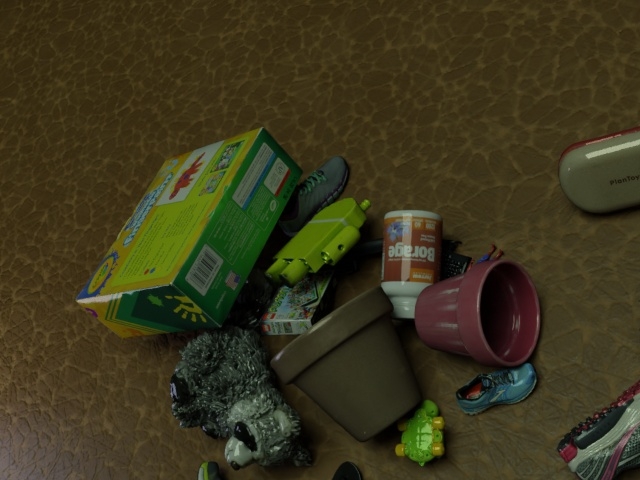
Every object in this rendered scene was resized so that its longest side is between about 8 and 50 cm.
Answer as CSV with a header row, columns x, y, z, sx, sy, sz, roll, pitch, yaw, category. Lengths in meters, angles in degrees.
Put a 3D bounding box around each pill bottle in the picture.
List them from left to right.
x,y,z,sx,sy,sz,roll,pitch,yaw,category
0.184,0.053,1.850,0.121,0.121,0.216,-2,80,30,pill bottle

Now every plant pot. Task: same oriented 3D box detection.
x,y,z,sx,sy,sz,roll,pitch,yaw,category
0.074,0.250,1.750,0.263,0.263,0.229,-38,81,7,plant pot
0.286,0.141,1.726,0.180,0.201,0.201,-9,58,45,plant pot

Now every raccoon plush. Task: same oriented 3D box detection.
x,y,z,sx,sy,sz,roll,pitch,yaw,category
-0.113,0.258,1.890,0.299,0.216,0.447,9,68,26,raccoon plush

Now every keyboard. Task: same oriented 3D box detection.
x,y,z,sx,sy,sz,roll,pitch,yaw,category
0.221,0.028,1.918,0.192,0.038,0.100,15,72,35,keyboard

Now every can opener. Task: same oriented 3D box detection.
x,y,z,sx,sy,sz,roll,pitch,yaw,category
0.096,0.020,1.984,0.186,0.059,0.073,-19,99,29,can opener

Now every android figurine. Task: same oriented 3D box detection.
x,y,z,sx,sy,sz,roll,pitch,yaw,category
0.000,0.000,1.980,0.273,0.056,0.248,-44,17,-22,android figurine

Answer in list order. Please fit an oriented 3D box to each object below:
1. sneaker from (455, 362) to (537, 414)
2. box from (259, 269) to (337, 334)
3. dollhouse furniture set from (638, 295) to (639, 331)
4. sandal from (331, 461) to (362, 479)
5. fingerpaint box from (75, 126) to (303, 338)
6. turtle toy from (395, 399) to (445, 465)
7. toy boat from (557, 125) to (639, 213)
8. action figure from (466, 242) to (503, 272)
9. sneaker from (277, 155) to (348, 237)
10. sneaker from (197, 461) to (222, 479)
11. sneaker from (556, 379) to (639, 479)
x,y,z,sx,sy,sz,roll,pitch,yaw,category
0.324,0.272,1.691,0.162,0.073,0.063,-29,52,14,sneaker
-0.043,0.130,1.934,0.114,0.036,0.207,-3,26,17,box
0.714,0.066,1.391,0.303,0.355,0.174,18,70,-4,dollhouse furniture set
0.026,0.511,1.753,0.067,0.040,0.179,16,73,36,sandal
-0.289,-0.009,2.048,0.371,0.163,0.445,-11,42,44,fingerpaint box
0.196,0.362,1.721,0.095,0.066,0.130,-7,60,25,turtle toy
0.577,-0.152,1.765,0.231,0.151,0.151,-13,27,23,toy boat
0.321,0.057,1.849,0.115,0.030,0.038,-49,55,0,action figure
-0.022,-0.114,2.104,0.083,0.098,0.224,30,81,39,sneaker
-0.176,0.557,1.815,0.121,0.111,0.300,-5,35,-20,sneaker
0.545,0.302,1.533,0.299,0.121,0.112,-38,80,5,sneaker
